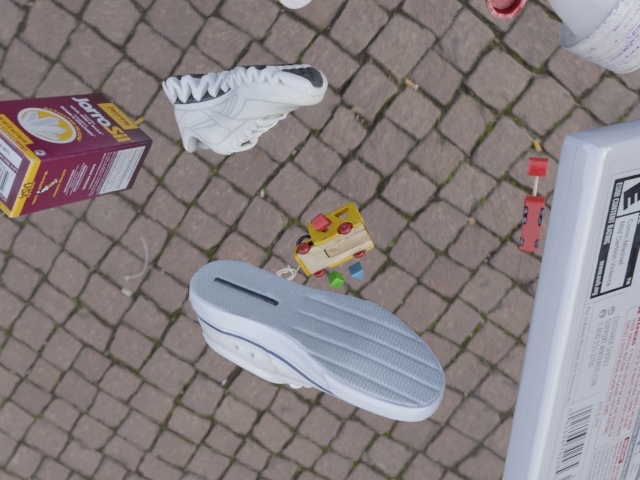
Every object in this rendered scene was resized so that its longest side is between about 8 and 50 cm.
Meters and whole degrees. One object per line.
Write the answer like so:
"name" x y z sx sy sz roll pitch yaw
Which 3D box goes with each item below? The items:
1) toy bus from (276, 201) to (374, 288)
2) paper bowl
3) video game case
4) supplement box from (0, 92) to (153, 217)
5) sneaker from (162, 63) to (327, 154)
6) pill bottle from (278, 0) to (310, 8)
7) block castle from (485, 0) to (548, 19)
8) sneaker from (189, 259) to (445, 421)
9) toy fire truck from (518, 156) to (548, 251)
"toy bus" 0.013 -0.002 1.619 0.202 0.104 0.191 9 129 -24
"paper bowl" 0.409 -0.379 0.973 0.148 0.284 0.284 24 113 -3
"video game case" 0.281 0.054 0.571 0.300 0.036 0.329 -13 121 -25
"supplement box" -0.300 -0.104 0.847 0.104 0.188 0.081 41 119 13
"sneaker" -0.100 -0.178 1.007 0.292 0.110 0.118 4 102 46
"pill bottle" -0.075 -0.488 1.335 0.086 0.152 0.086 -23 138 -23
"block castle" 0.521 -0.680 1.520 0.303 0.213 0.453 4 125 -12
"sneaker" -0.005 0.099 0.685 0.258 0.094 0.091 25 144 23
"toy fire truck" 0.503 -0.085 1.739 0.047 0.135 0.192 6 126 14
